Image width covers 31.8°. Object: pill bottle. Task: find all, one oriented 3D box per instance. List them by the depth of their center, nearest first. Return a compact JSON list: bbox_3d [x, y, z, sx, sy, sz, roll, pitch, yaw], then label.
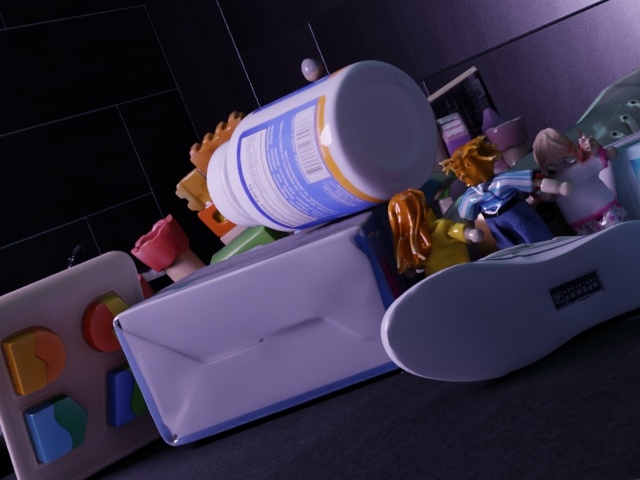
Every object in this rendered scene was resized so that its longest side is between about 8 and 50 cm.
[{"bbox_3d":[-0.010,-0.094,1.271,0.152,0.152,0.272,-25,5,-38],"label":"pill bottle"}]

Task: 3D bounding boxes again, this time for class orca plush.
[{"bbox_3d":[-0.367,0.046,1.878,0.287,0.102,0.151,-23,2,-27],"label":"orca plush"}]

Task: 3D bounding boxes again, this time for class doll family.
[{"bbox_3d":[0.156,-0.009,1.056,0.263,0.163,0.118,-30,4,37],"label":"doll family"}]

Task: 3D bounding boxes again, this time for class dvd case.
[{"bbox_3d":[0.199,-0.179,1.918,0.221,0.164,0.018,-35,46,3],"label":"dvd case"}]

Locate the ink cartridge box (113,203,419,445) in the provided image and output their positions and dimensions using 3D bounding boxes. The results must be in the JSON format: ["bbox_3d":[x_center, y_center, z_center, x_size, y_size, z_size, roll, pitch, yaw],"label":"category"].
[{"bbox_3d":[-0.030,0.072,1.262,0.270,0.151,0.395,-20,5,9],"label":"ink cartridge box"}]

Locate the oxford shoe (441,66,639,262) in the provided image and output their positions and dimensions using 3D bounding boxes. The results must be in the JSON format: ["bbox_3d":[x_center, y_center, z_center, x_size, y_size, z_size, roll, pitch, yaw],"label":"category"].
[{"bbox_3d":[0.334,-0.080,1.264,0.449,0.169,0.130,-31,3,-18],"label":"oxford shoe"}]

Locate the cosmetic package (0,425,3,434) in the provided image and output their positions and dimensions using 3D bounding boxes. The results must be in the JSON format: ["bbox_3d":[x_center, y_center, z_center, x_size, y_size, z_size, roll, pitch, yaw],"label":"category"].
[{"bbox_3d":[-0.538,0.254,1.455,0.284,0.097,0.377,-23,16,30],"label":"cosmetic package"}]

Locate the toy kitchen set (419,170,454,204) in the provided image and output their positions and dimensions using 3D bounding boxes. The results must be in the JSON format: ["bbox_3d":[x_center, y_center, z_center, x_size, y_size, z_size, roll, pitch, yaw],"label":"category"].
[{"bbox_3d":[0.151,0.028,1.553,0.207,0.166,0.122,-61,-15,24],"label":"toy kitchen set"}]

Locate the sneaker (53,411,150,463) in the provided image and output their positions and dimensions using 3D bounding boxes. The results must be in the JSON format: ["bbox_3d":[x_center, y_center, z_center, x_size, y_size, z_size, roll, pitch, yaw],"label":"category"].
[{"bbox_3d":[-0.229,0.189,1.253,0.105,0.095,0.236,-11,7,28],"label":"sneaker"}]

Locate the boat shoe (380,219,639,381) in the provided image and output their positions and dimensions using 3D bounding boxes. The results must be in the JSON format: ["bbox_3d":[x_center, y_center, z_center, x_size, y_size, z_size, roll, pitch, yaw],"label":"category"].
[{"bbox_3d":[0.166,0.047,0.943,0.268,0.096,0.088,-22,0,-18],"label":"boat shoe"}]

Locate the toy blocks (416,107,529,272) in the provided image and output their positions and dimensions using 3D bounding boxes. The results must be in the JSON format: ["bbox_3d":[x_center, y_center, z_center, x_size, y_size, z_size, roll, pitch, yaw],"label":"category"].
[{"bbox_3d":[0.209,-0.121,1.788,0.289,0.260,0.309,-22,4,0],"label":"toy blocks"}]

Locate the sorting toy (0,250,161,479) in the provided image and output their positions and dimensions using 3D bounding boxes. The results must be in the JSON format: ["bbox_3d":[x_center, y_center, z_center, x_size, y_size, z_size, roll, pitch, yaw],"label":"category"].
[{"bbox_3d":[-0.245,0.136,1.159,0.193,0.208,0.038,-25,15,-39],"label":"sorting toy"}]

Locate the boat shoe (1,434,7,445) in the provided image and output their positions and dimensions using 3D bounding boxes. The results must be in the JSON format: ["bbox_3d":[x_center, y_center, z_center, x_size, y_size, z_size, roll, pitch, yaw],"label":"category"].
[{"bbox_3d":[-0.379,0.210,1.652,0.113,0.105,0.306,-20,4,24],"label":"boat shoe"}]

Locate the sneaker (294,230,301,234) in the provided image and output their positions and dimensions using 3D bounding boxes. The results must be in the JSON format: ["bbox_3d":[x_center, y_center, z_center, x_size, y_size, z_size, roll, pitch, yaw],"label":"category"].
[{"bbox_3d":[0.000,0.000,2.237,0.366,0.135,0.150,-20,1,36],"label":"sneaker"}]

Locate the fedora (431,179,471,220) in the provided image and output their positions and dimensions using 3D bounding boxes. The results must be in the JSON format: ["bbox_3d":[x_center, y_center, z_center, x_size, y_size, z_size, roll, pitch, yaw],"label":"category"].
[{"bbox_3d":[0.271,-0.093,2.068,0.275,0.124,0.244,-25,6,-41],"label":"fedora"}]

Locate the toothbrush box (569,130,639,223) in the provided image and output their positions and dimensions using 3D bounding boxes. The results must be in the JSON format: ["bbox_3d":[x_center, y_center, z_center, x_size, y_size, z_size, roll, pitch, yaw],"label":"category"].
[{"bbox_3d":[0.400,-0.070,1.014,0.216,0.126,0.295,-23,3,-19],"label":"toothbrush box"}]

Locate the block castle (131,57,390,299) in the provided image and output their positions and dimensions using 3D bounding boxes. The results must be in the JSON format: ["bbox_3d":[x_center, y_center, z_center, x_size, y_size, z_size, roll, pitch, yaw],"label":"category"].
[{"bbox_3d":[-0.101,-0.043,1.599,0.453,0.213,0.303,-38,16,19],"label":"block castle"}]
